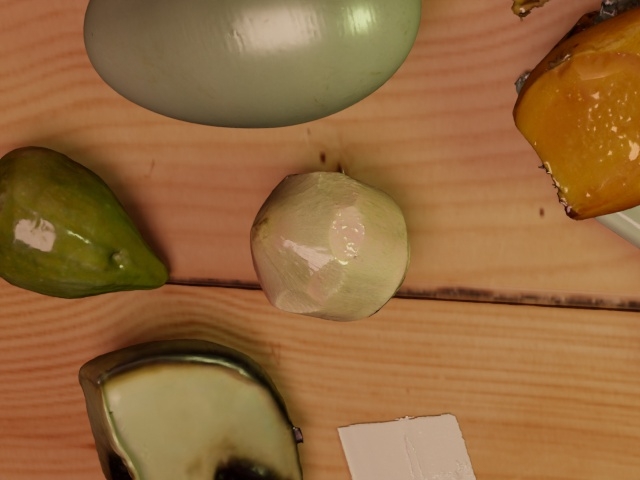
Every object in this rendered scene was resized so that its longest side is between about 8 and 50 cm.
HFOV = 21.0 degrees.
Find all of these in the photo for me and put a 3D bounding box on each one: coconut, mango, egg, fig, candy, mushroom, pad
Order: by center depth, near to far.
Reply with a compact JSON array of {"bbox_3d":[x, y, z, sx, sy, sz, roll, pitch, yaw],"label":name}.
[{"bbox_3d":[0.326,-0.145,1.680,0.257,0.138,0.187,-31,106,25],"label":"mango"},{"bbox_3d":[0.264,-0.195,1.752,0.053,0.046,0.182,42,122,0],"label":"candy"},{"bbox_3d":[-0.075,-0.227,1.754,0.370,0.230,0.230,-3,113,27],"label":"egg"},{"bbox_3d":[0.000,0.000,1.856,0.183,0.171,0.171,22,130,-40],"label":"coconut"},{"bbox_3d":[-0.300,-0.002,1.980,0.233,0.167,0.167,41,121,7],"label":"fig"},{"bbox_3d":[0.120,0.313,2.064,0.156,0.004,0.232,-10,110,24],"label":"pad"},{"bbox_3d":[-0.151,0.244,2.070,0.217,0.212,0.292,-20,97,-19],"label":"mushroom"}]

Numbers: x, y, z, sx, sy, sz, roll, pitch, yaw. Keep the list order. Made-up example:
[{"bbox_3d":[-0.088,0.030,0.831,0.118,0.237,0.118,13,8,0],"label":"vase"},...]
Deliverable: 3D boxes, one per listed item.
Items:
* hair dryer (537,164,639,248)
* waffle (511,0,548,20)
[{"bbox_3d":[0.373,-0.002,1.775,0.357,0.107,0.173,34,131,13],"label":"hair dryer"},{"bbox_3d":[0.261,-0.289,1.710,0.160,0.046,0.192,35,121,2],"label":"waffle"}]
